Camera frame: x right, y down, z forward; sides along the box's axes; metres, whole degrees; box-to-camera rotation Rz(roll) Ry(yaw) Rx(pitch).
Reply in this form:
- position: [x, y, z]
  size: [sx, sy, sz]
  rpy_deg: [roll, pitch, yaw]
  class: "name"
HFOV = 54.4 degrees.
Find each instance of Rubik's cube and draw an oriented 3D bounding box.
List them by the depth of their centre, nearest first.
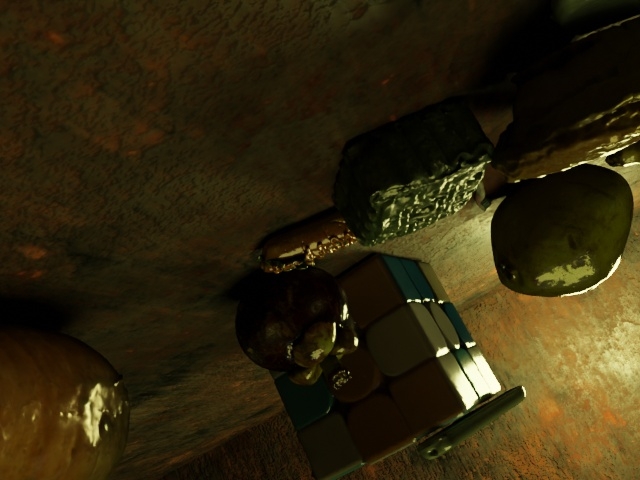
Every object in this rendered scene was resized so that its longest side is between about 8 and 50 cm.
- position: [0.129, 0.263, 1.339]
  size: [0.344, 0.347, 0.346]
  rpy_deg: [-33, 163, 20]
  class: "Rubik's cube"

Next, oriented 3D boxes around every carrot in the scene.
- position: [-0.353, 0.191, 0.638]
  size: [0.224, 0.224, 0.341]
  rpy_deg: [-31, 158, 9]
  class: "carrot"

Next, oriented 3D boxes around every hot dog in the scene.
- position: [0.000, 0.000, 0.890]
  size: [0.188, 0.055, 0.072]
  rpy_deg: [-23, 160, -13]
  class: "hot dog"

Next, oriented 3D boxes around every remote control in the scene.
- position: [0.305, 0.352, 1.220]
  size: [0.309, 0.038, 0.090]
  rpy_deg: [-12, 153, -43]
  class: "remote control"

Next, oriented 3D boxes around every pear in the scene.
- position: [0.479, -0.021, 1.238]
  size: [0.321, 0.269, 0.269]
  rpy_deg: [-34, 167, -27]
  class: "pear"

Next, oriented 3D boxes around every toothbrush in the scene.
- position: [0.285, -0.087, 1.121]
  size: [0.027, 0.021, 0.269]
  rpy_deg: [-44, 160, 9]
  class: "toothbrush"

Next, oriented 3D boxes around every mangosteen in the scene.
- position: [-0.029, 0.149, 1.004]
  size: [0.192, 0.217, 0.192]
  rpy_deg: [-29, 158, -13]
  class: "mangosteen"

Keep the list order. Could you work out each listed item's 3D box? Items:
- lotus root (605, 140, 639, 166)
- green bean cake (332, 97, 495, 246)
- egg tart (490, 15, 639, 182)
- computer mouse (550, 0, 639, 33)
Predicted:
- position: [0.676, -0.217, 1.133]
  size: [0.314, 0.141, 0.169]
  rpy_deg: [-34, 158, 21]
  class: "lotus root"
- position: [0.116, -0.075, 0.787]
  size: [0.173, 0.094, 0.181]
  rpy_deg: [-23, 161, -13]
  class: "green bean cake"
- position: [0.316, -0.169, 0.708]
  size: [0.294, 0.123, 0.294]
  rpy_deg: [-25, -175, 2]
  class: "egg tart"
- position: [0.331, -0.273, 0.590]
  size: [0.231, 0.079, 0.128]
  rpy_deg: [-18, 172, 26]
  class: "computer mouse"
